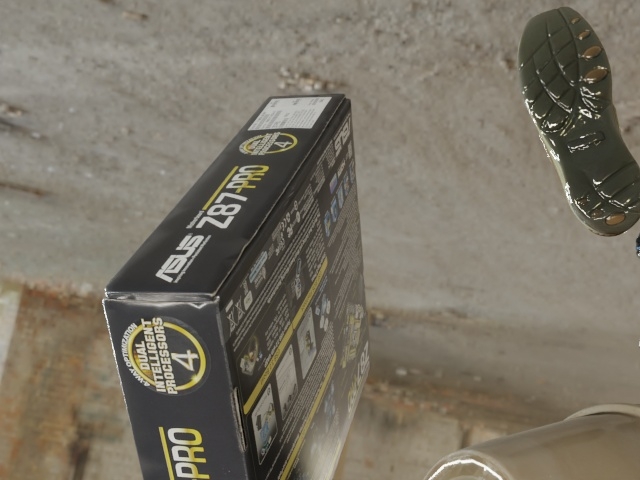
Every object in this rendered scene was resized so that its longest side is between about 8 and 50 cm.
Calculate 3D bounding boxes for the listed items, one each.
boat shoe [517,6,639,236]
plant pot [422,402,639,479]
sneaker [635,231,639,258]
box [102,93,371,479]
[{"bbox_3d":[0.349,-0.153,1.415,0.122,0.324,0.120,-14,166,10],"label":"boat shoe"},{"bbox_3d":[0.259,0.324,1.098,0.280,0.323,0.323,11,170,-33],"label":"plant pot"},{"bbox_3d":[0.491,0.023,1.410,0.121,0.079,0.217,16,161,24],"label":"sneaker"},{"bbox_3d":[-0.042,0.085,0.904,0.097,0.318,0.395,0,-152,15],"label":"box"}]
